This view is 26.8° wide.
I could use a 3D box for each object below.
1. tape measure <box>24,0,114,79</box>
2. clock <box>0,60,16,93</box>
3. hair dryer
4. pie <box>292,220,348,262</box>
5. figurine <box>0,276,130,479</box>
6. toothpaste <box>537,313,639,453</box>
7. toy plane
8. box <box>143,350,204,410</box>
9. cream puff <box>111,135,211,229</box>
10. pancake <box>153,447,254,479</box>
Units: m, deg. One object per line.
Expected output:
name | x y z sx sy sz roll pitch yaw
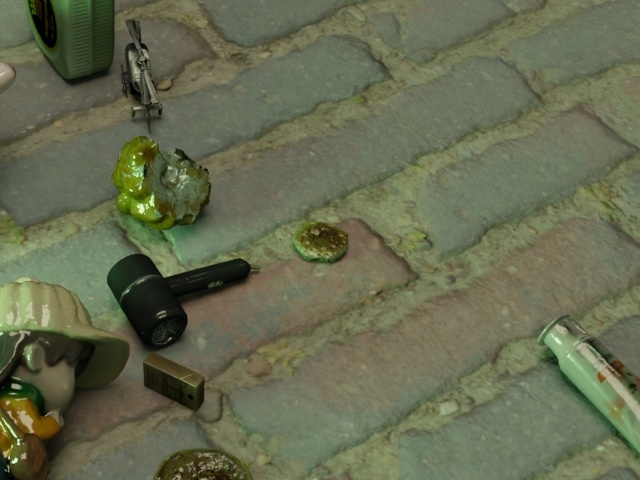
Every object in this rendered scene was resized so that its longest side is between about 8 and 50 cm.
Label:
tape measure | -0.402 -0.403 2.170 0.115 0.235 0.207 -18 51 -25
clock | -0.634 -0.144 1.891 0.368 0.250 0.376 22 54 16
hair dryer | -0.175 0.066 1.872 0.219 0.071 0.124 -16 51 -31
pie | 0.000 0.000 1.975 0.084 0.020 0.084 3 46 -4
figurine | -0.388 0.189 1.644 0.204 0.185 0.332 45 43 -12
toothpaste | 0.419 0.227 1.777 0.100 0.066 0.323 -28 60 -28
toy plane | -0.288 -0.255 2.153 0.053 0.078 0.197 -5 62 -14
box | -0.191 0.184 1.756 0.083 0.053 0.024 24 49 18
cream puff | -0.241 -0.083 1.972 0.156 0.156 0.121 22 90 15
pancake | -0.143 0.304 1.668 0.130 0.022 0.116 9 46 -3
